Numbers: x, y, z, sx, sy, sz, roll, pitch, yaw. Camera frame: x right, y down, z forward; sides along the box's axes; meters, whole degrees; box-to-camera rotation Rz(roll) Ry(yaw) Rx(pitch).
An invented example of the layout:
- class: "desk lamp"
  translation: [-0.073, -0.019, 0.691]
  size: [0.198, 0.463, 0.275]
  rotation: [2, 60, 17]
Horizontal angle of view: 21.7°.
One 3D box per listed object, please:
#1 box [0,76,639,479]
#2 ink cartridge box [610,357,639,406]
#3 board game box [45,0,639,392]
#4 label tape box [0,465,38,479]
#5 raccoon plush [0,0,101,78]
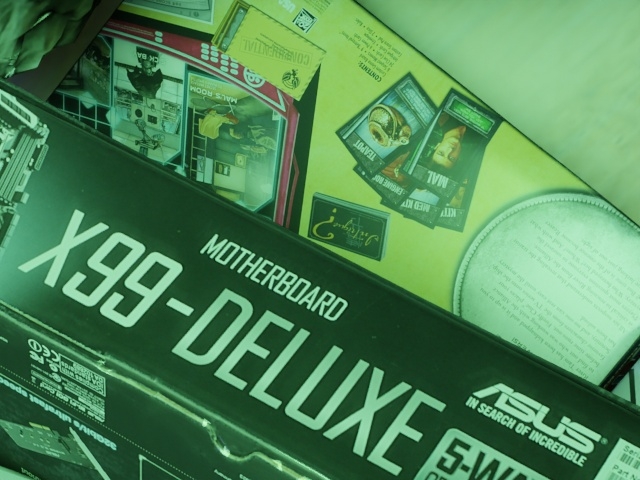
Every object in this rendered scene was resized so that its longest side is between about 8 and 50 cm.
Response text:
- class: "box"
  translation: [-0.011, 0.107, 0.543]
  size: [0.307, 0.242, 0.076]
  rotation: [27, 53, 18]
- class: "ink cartridge box"
  translation: [0.067, 0.125, 0.670]
  size: [0.097, 0.046, 0.207]
  rotation: [44, 98, 5]
- class: "board game box"
  translation: [0.000, 0.000, 0.648]
  size: [0.243, 0.042, 0.165]
  rotation: [41, 97, 17]
- class: "label tape box"
  translation: [-0.178, 0.158, 0.561]
  size: [0.348, 0.249, 0.115]
  rotation: [21, 51, -4]
- class: "raccoon plush"
  translation: [0.072, -0.107, 0.586]
  size: [0.446, 0.216, 0.299]
  rotation: [-40, 91, 13]
